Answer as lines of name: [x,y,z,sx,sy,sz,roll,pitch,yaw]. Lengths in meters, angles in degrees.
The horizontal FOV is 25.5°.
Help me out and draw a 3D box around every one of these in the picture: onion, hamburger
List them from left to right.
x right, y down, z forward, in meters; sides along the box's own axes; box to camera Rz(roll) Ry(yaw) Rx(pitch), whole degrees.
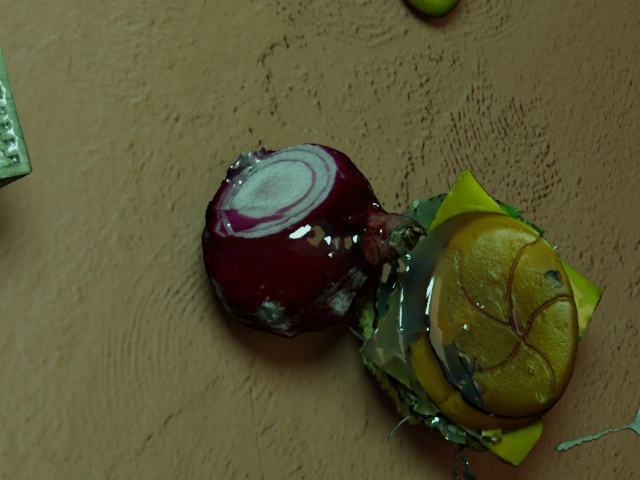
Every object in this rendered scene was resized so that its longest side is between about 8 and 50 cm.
onion: [0.004,0.010,1.195,0.173,0.198,0.135,-60,144,-30]
hamburger: [0.129,0.078,1.290,0.243,0.138,0.262,42,60,-22]

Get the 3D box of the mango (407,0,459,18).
mango: [0.108,-0.306,1.380,0.111,0.089,0.163,17,80,-32]

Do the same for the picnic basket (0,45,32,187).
picnic basket: [-0.334,-0.094,1.012,0.196,0.134,0.154,-14,88,-35]

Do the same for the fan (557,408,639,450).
fan: [0.363,0.186,1.510,0.310,0.010,0.182,-12,89,-36]
